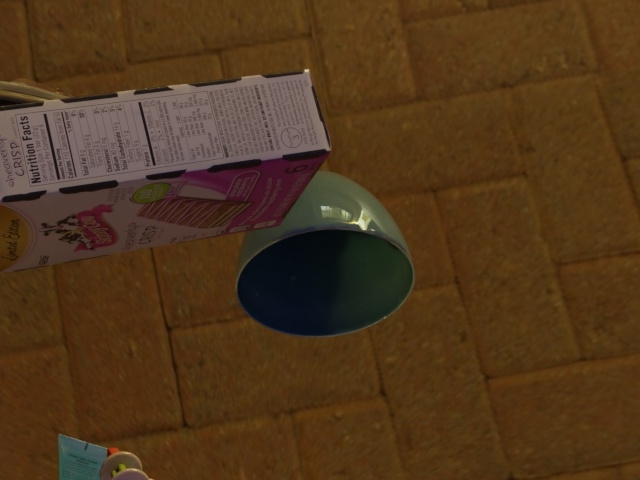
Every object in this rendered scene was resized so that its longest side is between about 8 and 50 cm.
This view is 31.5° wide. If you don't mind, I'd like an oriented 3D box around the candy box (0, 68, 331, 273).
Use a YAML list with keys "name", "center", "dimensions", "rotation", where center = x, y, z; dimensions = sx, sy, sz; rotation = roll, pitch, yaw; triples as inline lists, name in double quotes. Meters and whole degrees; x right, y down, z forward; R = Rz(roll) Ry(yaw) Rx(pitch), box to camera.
- name: "candy box"
  center: [-0.126, -0.048, 0.826]
  dimensions: [0.233, 0.159, 0.071]
  rotation: [-10, 74, -19]

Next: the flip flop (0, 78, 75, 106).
- name: "flip flop"
  center: [-0.246, -0.092, 0.978]
  dimensions: [0.277, 0.112, 0.080]
  rotation: [13, 33, -19]

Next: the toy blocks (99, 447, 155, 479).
- name: "toy blocks"
  center: [-0.235, 0.308, 1.425]
  dimensions: [0.054, 0.148, 0.123]
  rotation: [-36, 111, -10]

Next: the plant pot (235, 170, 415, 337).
- name: "plant pot"
  center: [0.000, 0.000, 1.885]
  dimensions: [0.290, 0.290, 0.195]
  rotation: [-3, 50, -4]

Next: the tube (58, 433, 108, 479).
- name: "tube"
  center: [-0.320, 0.359, 1.515]
  dimensions: [0.080, 0.052, 0.207]
  rotation: [12, 111, 8]
